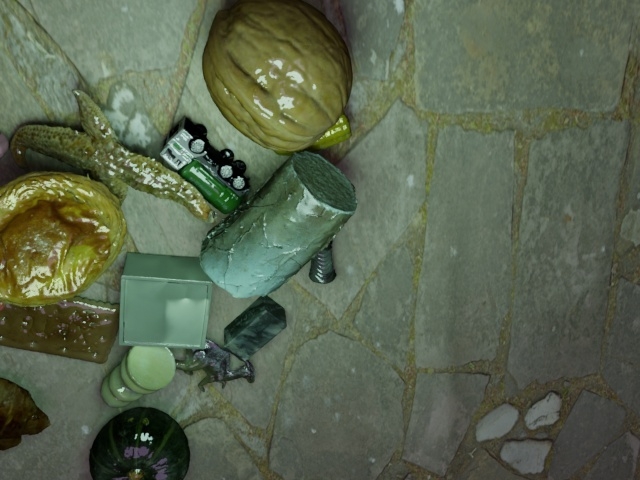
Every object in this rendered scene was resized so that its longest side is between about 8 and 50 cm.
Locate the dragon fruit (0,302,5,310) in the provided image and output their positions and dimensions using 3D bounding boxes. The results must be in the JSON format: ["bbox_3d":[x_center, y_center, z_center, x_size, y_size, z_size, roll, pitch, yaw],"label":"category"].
[{"bbox_3d":[-0.880,0.093,1.422,0.314,0.296,0.263,-40,153,3],"label":"dragon fruit"}]

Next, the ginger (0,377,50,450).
[{"bbox_3d":[-0.948,0.504,1.682,0.357,0.152,0.274,-9,124,-18],"label":"ginger"}]

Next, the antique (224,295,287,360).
[{"bbox_3d":[-0.191,0.251,1.724,0.183,0.088,0.086,-42,118,14],"label":"antique"}]

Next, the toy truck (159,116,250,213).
[{"bbox_3d":[-0.271,-0.172,1.455,0.125,0.101,0.242,-37,119,16],"label":"toy truck"}]

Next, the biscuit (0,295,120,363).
[{"bbox_3d":[-0.716,0.228,1.641,0.325,0.044,0.217,17,114,-19],"label":"biscuit"}]

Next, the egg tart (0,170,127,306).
[{"bbox_3d":[-0.612,-0.014,1.357,0.352,0.150,0.352,-23,135,-25],"label":"egg tart"}]

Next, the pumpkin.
[{"bbox_3d":[-0.537,0.641,1.826,0.300,0.207,0.300,0,110,-1],"label":"pumpkin"}]

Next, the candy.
[{"bbox_3d":[-0.025,-0.260,1.456,0.199,0.094,0.106,-21,123,10],"label":"candy"}]

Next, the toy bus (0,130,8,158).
[{"bbox_3d":[-0.787,-0.249,1.332,0.090,0.063,0.203,-38,118,19],"label":"toy bus"}]

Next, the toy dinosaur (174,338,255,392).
[{"bbox_3d":[-0.331,0.357,1.769,0.294,0.077,0.162,30,110,-28],"label":"toy dinosaur"}]

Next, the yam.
[{"bbox_3d":[-0.091,-0.038,1.402,0.241,0.241,0.348,33,125,-25],"label":"yam"}]

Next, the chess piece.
[{"bbox_3d":[-0.526,0.386,1.698,0.144,0.144,0.251,31,133,-25],"label":"chess piece"}]

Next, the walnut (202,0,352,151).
[{"bbox_3d":[-0.093,-0.354,1.277,0.333,0.333,0.333,-5,121,-8],"label":"walnut"}]

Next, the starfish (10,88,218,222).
[{"bbox_3d":[-0.486,-0.133,1.409,0.324,0.082,0.432,-31,119,27],"label":"starfish"}]

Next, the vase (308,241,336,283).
[{"bbox_3d":[0.000,0.000,1.610,0.115,0.115,0.237,-6,125,-7],"label":"vase"}]

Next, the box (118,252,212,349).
[{"bbox_3d":[-0.410,0.161,1.615,0.225,0.117,0.225,5,120,-13],"label":"box"}]
